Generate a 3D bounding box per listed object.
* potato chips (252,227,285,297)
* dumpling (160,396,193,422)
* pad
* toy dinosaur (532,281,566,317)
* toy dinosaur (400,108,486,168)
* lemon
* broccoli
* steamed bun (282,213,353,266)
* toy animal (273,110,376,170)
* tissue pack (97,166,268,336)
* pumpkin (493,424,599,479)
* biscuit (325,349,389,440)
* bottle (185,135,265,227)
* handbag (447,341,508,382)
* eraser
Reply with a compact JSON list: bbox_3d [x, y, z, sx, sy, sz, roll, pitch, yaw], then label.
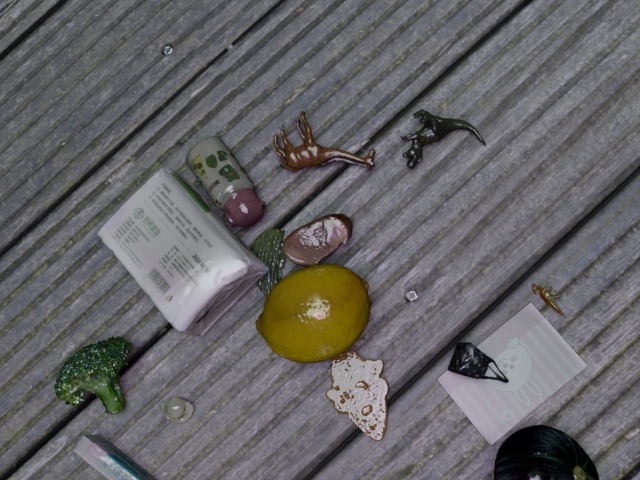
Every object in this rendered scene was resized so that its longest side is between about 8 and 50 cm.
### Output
[{"bbox_3d":[-0.137,0.066,1.867,0.092,0.028,0.207,1,75,11],"label":"potato chips"},{"bbox_3d":[-0.362,0.428,1.815,0.076,0.057,0.052,-12,35,-19],"label":"dumpling"},{"bbox_3d":[0.455,0.315,1.714,0.300,0.005,0.202,-38,73,-1],"label":"pad"},{"bbox_3d":[0.557,0.137,1.728,0.041,0.026,0.113,-47,65,4],"label":"toy dinosaur"},{"bbox_3d":[0.305,-0.253,1.874,0.179,0.087,0.187,37,103,-20],"label":"toy dinosaur"},{"bbox_3d":[-0.010,0.174,1.715,0.263,0.236,0.236,-35,71,28],"label":"lemon"},{"bbox_3d":[-0.554,0.352,1.814,0.220,0.194,0.194,-26,72,-22],"label":"broccoli"},{"bbox_3d":[0.000,0.000,1.799,0.175,0.145,0.106,-28,89,10],"label":"steamed bun"},{"bbox_3d":[0.007,-0.239,1.894,0.224,0.066,0.229,-34,80,5],"label":"toy animal"},{"bbox_3d":[-0.347,0.033,1.820,0.266,0.194,0.356,-44,73,4],"label":"tissue pack"},{"bbox_3d":[0.467,0.537,1.563,0.248,0.248,0.248,-2,76,9],"label":"pumpkin"},{"bbox_3d":[0.096,0.367,1.750,0.162,0.035,0.250,-25,73,9],"label":"biscuit"},{"bbox_3d":[-0.244,-0.146,1.889,0.120,0.120,0.253,-35,73,0],"label":"bottle"},{"bbox_3d":[0.377,0.301,1.679,0.139,0.115,0.072,29,78,0],"label":"handbag"},{"bbox_3d":[-0.497,0.563,1.772,0.225,0.095,0.052,31,83,15],"label":"eraser"}]
